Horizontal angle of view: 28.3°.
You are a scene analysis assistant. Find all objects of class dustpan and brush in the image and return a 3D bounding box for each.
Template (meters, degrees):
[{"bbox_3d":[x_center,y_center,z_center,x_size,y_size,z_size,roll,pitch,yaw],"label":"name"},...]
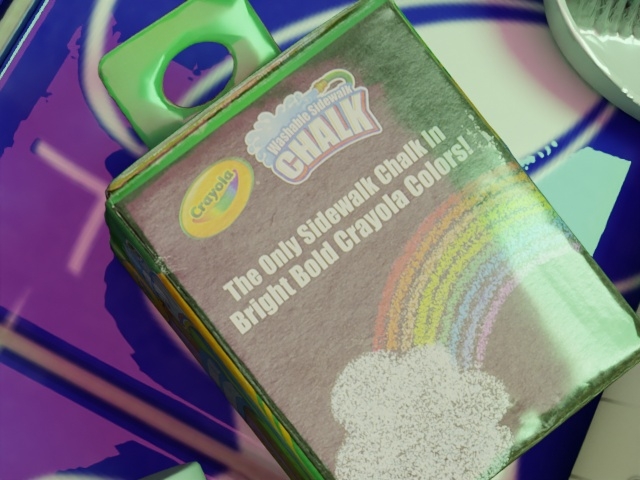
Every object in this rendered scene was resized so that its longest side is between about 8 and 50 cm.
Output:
[{"bbox_3d":[0.127,-0.122,0.576,0.211,0.060,0.147,6,80,-8],"label":"dustpan and brush"}]

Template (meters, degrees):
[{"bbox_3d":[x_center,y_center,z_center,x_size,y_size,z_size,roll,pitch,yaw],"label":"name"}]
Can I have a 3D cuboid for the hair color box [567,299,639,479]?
[{"bbox_3d":[0.208,0.074,0.492,0.105,0.174,0.347,32,76,-31],"label":"hair color box"}]

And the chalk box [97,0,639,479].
[{"bbox_3d":[0.000,0.000,0.504,0.132,0.132,0.213,-37,87,-11],"label":"chalk box"}]

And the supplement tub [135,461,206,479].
[{"bbox_3d":[-0.071,0.262,0.396,0.241,0.241,0.331,-21,85,-11],"label":"supplement tub"}]
